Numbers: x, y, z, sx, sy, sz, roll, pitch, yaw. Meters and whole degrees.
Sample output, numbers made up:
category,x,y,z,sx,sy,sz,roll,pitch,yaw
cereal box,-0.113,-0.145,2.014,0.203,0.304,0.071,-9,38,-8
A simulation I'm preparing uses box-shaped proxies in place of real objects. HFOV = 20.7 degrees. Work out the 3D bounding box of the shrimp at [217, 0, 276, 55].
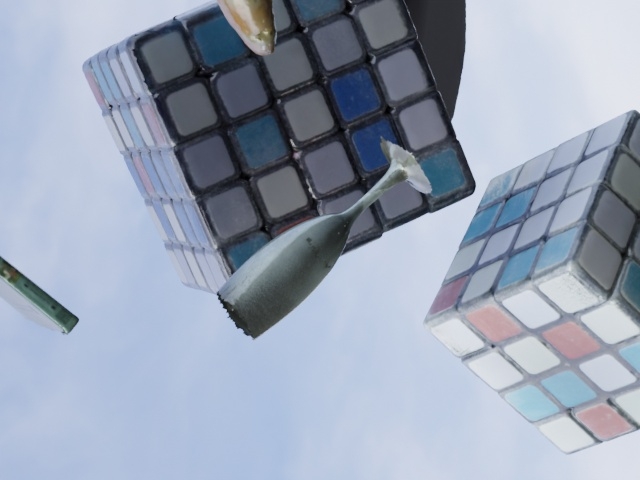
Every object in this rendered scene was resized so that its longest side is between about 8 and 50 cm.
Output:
category,x,y,z,sx,sy,sz,roll,pitch,yaw
shrimp,-0.076,-0.228,1.202,0.115,0.051,0.217,-154,43,-73

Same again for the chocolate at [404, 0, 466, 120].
category,x,y,z,sx,sy,sz,roll,pitch,yaw
chocolate,0.020,-0.290,2.615,0.384,0.331,0.383,10,-90,-71

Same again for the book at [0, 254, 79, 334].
category,x,y,z,sx,sy,sz,roll,pitch,yaw
book,-0.333,-0.021,1.492,0.283,0.215,0.025,41,-100,-14

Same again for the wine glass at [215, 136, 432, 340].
category,x,y,z,sx,sy,sz,roll,pitch,yaw
wine glass,0.000,0.000,1.446,0.198,0.066,0.066,-41,-45,-13

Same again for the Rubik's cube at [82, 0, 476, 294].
category,x,y,z,sx,sy,sz,roll,pitch,yaw
Rubik's cube,-0.050,-0.126,1.856,0.293,0.292,0.287,65,166,-9

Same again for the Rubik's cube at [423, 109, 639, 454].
category,x,y,z,sx,sy,sz,roll,pitch,yaw
Rubik's cube,0.318,0.050,2.007,0.253,0.256,0.259,41,-130,-19
